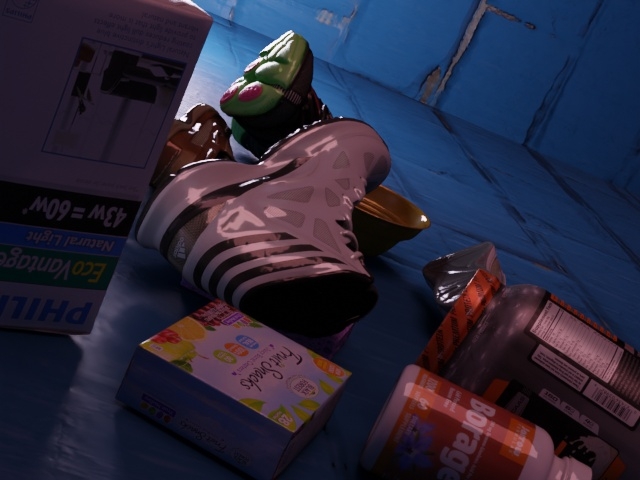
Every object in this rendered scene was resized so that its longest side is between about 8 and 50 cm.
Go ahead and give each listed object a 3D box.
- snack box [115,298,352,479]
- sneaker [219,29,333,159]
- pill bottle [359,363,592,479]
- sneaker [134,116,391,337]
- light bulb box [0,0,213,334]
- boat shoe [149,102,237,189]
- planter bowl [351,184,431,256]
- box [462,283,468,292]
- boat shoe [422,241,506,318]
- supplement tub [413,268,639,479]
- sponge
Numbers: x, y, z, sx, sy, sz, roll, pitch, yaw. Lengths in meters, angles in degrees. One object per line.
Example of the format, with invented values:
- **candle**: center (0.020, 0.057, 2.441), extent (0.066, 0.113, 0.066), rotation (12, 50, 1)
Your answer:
- **snack box**: center (-0.080, 0.146, 1.237), extent (0.175, 0.070, 0.207), rotation (28, 17, 11)
- **sneaker**: center (-0.041, -0.204, 2.029), extent (0.202, 0.185, 0.483), rotation (42, -2, 3)
- **pill bottle**: center (0.159, 0.224, 1.253), extent (0.216, 0.121, 0.121), rotation (26, 16, 4)
- **sneaker**: center (-0.001, 0.001, 1.558), extent (0.257, 0.169, 0.447), rotation (43, 37, 19)
- **light bulb box**: center (-0.337, -0.149, 1.258), extent (0.225, 0.361, 0.358), rotation (9, 23, -40)
- **boat shoe**: center (-0.190, -0.120, 1.846), extent (0.120, 0.122, 0.324), rotation (39, 17, 1)
- **planter bowl**: center (0.061, -0.034, 1.966), extent (0.217, 0.090, 0.217), rotation (23, 16, -7)
- **box**: center (0.246, 0.161, 1.601), extent (0.153, 0.108, 0.207), rotation (22, 17, -9)
- **boat shoe**: center (0.227, 0.082, 1.852), extent (0.118, 0.103, 0.320), rotation (-20, 13, 6)
- **supplement tub**: center (0.267, 0.180, 1.376), extent (0.316, 0.193, 0.193), rotation (34, 17, 8)
- **sponge**: center (-0.063, 0.077, 1.546), extent (0.210, 0.031, 0.117), rotation (27, 17, 7)
